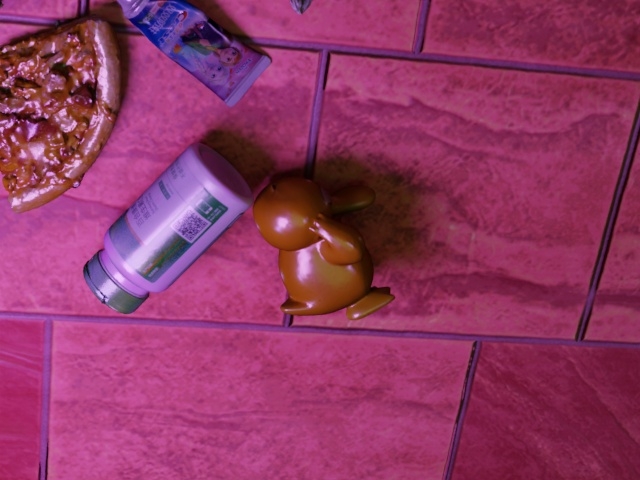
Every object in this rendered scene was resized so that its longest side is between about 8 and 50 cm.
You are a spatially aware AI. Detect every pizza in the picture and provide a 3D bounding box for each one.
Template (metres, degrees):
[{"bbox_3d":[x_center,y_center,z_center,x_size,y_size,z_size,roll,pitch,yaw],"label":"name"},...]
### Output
[{"bbox_3d":[-0.414,-0.191,1.675,0.226,0.086,0.335,23,113,-20],"label":"pizza"}]

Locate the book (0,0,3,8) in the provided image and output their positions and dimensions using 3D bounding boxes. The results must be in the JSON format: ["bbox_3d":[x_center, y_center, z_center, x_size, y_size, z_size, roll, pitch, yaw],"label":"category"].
[{"bbox_3d":[-0.620,-0.335,1.484,0.379,0.264,0.031,33,136,-23],"label":"book"}]

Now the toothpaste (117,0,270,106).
[{"bbox_3d":[-0.197,-0.301,1.673,0.266,0.061,0.096,36,106,-29],"label":"toothpaste"}]

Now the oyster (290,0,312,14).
[{"bbox_3d":[0.007,-0.460,1.596,0.268,0.112,0.198,-48,135,7],"label":"oyster"}]

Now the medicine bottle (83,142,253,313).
[{"bbox_3d":[-0.238,-0.012,1.763,0.133,0.133,0.274,39,105,-24],"label":"medicine bottle"}]

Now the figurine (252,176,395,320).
[{"bbox_3d":[-0.002,0.010,1.784,0.215,0.215,0.228,-6,104,-5],"label":"figurine"}]
